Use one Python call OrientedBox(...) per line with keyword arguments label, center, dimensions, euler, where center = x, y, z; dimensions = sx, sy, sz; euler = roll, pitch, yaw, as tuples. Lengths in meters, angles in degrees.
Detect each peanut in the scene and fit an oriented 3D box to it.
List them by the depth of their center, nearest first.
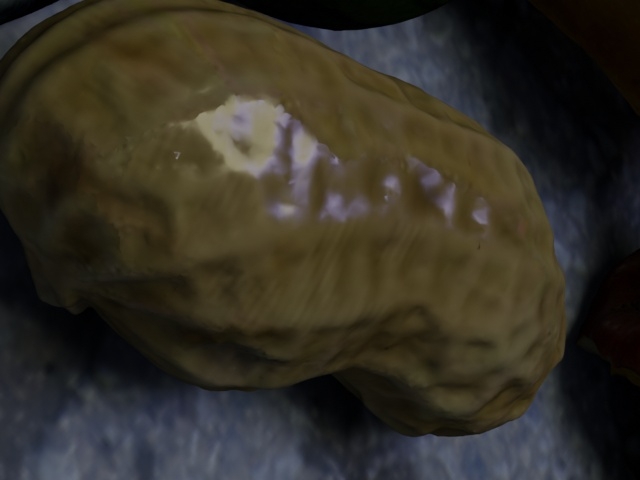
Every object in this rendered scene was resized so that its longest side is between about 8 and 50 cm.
OrientedBox(label="peanut", center=(0.000, 0.000, 0.791), dimensions=(0.325, 0.140, 0.153), euler=(31, 79, -43))

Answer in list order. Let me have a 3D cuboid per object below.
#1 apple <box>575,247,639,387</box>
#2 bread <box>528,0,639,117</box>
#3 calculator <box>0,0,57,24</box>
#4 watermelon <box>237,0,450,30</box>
OrientedBox(label="apple", center=(0.233, 0.070, 1.019), dimensions=(0.158, 0.147, 0.156), euler=(52, 23, -23))
OrientedBox(label="bread", center=(0.175, -0.187, 0.992), dimensions=(0.344, 0.149, 0.195), euler=(46, 77, -4))
OrientedBox(label="calculator", center=(-0.170, -0.163, 0.739), dimensions=(0.268, 0.040, 0.177), euler=(-25, 97, -54))
OrientedBox(label="watermelon", center=(0.001, -0.196, 0.819), dimensions=(0.214, 0.188, 0.188), euler=(54, 43, -30))
